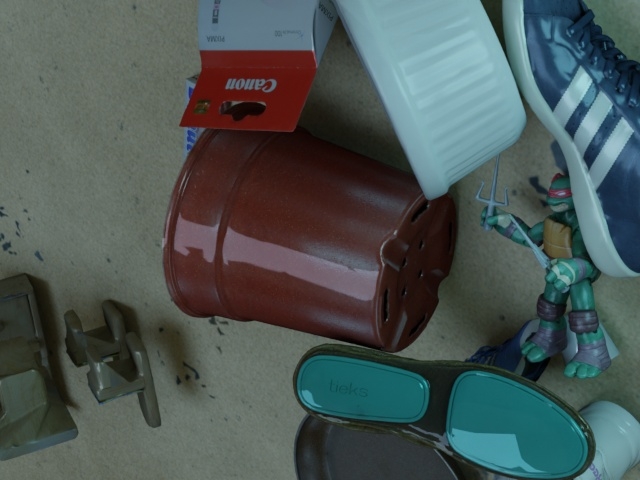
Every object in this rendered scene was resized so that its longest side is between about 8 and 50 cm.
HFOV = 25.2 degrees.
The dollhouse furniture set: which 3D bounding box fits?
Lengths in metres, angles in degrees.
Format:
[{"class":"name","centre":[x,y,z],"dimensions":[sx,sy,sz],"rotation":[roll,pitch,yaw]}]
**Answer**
[{"class":"dollhouse furniture set","centre":[-0.469,0.254,2.207],"dimensions":[0.394,0.362,0.256],"rotation":[-138,36,-59]}]

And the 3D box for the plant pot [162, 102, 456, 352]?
[{"class":"plant pot","centre":[0.000,0.000,1.677],"dimensions":[0.265,0.272,0.272],"rotation":[18,126,26]}]

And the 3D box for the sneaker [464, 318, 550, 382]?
[{"class":"sneaker","centre":[0.209,0.157,1.689],"dimensions":[0.081,0.080,0.211],"rotation":[43,139,17]}]

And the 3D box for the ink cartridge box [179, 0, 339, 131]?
[{"class":"ink cartridge box","centre":[-0.070,-0.240,1.618],"dimensions":[0.189,0.232,0.066],"rotation":[6,154,41]}]

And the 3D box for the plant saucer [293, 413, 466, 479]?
[{"class":"plant saucer","centre":[0.096,0.342,1.939],"dimensions":[0.311,0.050,0.310],"rotation":[23,129,32]}]

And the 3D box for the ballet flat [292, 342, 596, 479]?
[{"class":"ballet flat","centre":[0.139,0.186,1.600],"dimensions":[0.342,0.124,0.116],"rotation":[10,91,13]}]

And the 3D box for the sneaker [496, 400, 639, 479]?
[{"class":"sneaker","centre":[0.257,0.302,1.685],"dimensions":[0.114,0.152,0.305],"rotation":[43,138,13]}]

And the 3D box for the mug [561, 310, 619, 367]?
[{"class":"mug","centre":[0.288,0.112,1.607],"dimensions":[0.078,0.062,0.064],"rotation":[-25,88,42]}]

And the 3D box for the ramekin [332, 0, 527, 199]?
[{"class":"ramekin","centre":[0.109,-0.186,1.457],"dimensions":[0.127,0.273,0.273],"rotation":[-25,90,3]}]

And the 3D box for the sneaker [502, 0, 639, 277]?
[{"class":"sneaker","centre":[0.300,-0.134,1.404],"dimensions":[0.148,0.131,0.350],"rotation":[-13,111,40]}]

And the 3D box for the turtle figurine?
[{"class":"turtle figurine","centre":[0.249,0.020,1.506],"dimensions":[0.175,0.118,0.234],"rotation":[-129,27,-71]}]

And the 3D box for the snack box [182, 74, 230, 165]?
[{"class":"snack box","centre":[-0.153,-0.129,1.903],"dimensions":[0.064,0.022,0.178],"rotation":[30,132,29]}]
